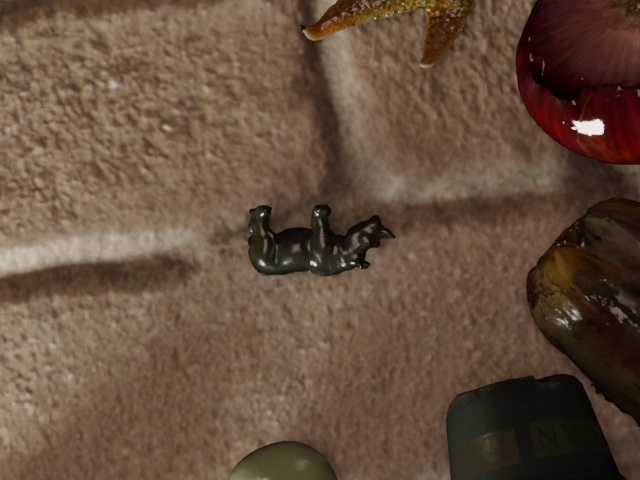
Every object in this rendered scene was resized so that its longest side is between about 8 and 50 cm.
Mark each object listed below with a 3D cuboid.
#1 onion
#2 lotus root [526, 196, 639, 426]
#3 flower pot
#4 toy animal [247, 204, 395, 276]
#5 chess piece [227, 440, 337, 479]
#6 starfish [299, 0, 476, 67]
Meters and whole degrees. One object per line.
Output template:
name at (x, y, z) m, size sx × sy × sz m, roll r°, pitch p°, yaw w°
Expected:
onion at (0.279, -0.162, 1.268) m, size 0.248 × 0.161 × 0.248 m, roll -3°, pitch 59°, yaw 5°
lotus root at (0.323, 0.100, 1.274) m, size 0.329 × 0.078 × 0.167 m, roll 38°, pitch 91°, yaw 12°
flower pot at (0.170, 0.174, 1.257) m, size 0.157 × 0.157 × 0.106 m, roll -14°, pitch 70°, yaw 7°
toy animal at (0.000, 0.000, 1.355) m, size 0.136 × 0.047 × 0.065 m, roll -2°, pitch 88°, yaw 7°
chess piece at (0.004, 0.284, 1.286) m, size 0.133 × 0.133 × 0.243 m, roll -31°, pitch 72°, yaw 4°
starfish at (0.092, -0.272, 1.377) m, size 0.138 × 0.050 × 0.247 m, roll 21°, pitch 79°, yaw 12°
